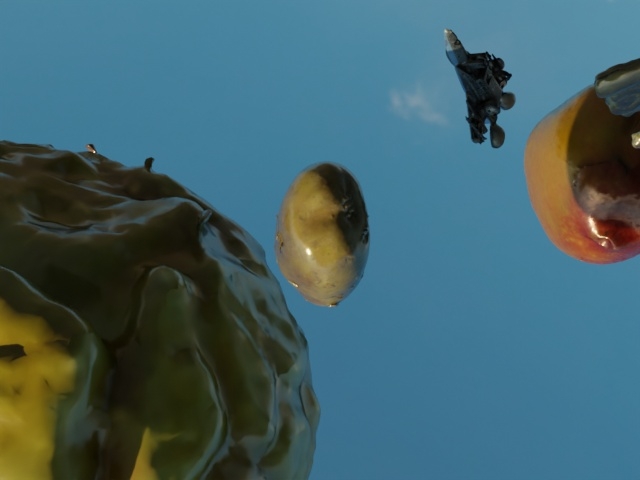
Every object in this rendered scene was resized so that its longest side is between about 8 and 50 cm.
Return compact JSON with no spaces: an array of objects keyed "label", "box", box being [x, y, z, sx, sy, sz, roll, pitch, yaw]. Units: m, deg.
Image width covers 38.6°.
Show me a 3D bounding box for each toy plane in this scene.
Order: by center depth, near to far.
[{"label":"toy plane","box":[0.257,-0.263,1.483,0.078,0.246,0.169,9,-115,29]}]

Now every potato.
[{"label":"potato","box":[0.000,0.000,1.368,0.141,0.296,0.192,-10,-110,-2]}]

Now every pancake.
[{"label":"pancake","box":[0.257,-0.103,0.658,0.190,0.184,0.020,-1,-103,-27]}]

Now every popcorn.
[{"label":"popcorn","box":[-0.130,0.081,0.433,0.282,0.247,0.282,7,-172,-1]}]

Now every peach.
[{"label":"peach","box":[0.512,-0.125,1.601,0.290,0.372,0.373,47,-129,-6]}]

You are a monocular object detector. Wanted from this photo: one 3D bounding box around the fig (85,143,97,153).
[{"label":"fig","box":[-0.359,-0.054,1.413,0.128,0.128,0.150,-6,-125,-18]}]
